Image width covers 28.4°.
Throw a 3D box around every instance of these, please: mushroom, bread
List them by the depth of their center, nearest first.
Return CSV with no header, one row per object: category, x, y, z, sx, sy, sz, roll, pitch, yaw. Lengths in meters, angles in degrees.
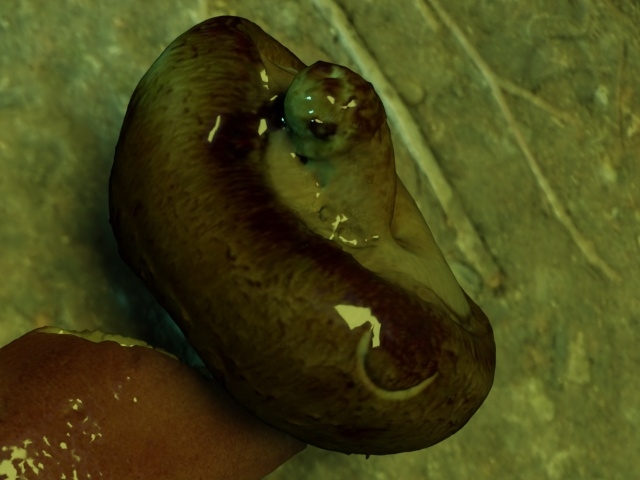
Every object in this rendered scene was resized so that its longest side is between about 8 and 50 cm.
bread,-0.108,0.095,0.572,0.192,0.067,0.119,-32,90,-36
mushroom,-0.013,0.008,0.611,0.138,0.194,0.231,-29,62,0
